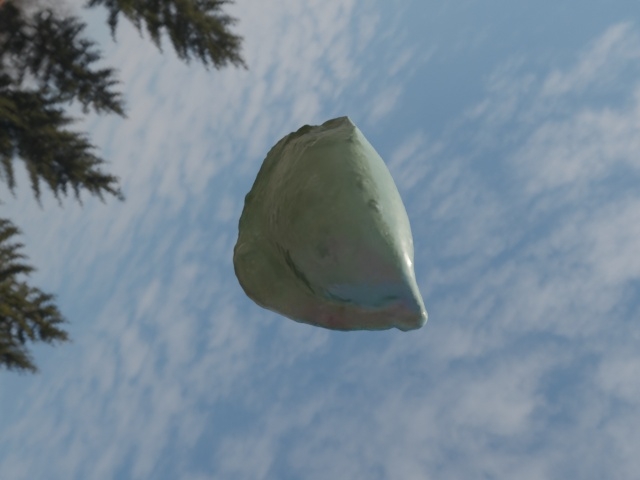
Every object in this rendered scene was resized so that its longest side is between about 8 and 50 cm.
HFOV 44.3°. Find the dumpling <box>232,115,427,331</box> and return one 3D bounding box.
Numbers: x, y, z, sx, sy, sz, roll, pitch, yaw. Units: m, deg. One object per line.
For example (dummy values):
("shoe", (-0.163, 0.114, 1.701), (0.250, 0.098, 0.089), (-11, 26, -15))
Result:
("dumpling", (0.010, -0.002, 0.676), (0.149, 0.104, 0.217), (-43, -120, 31))
